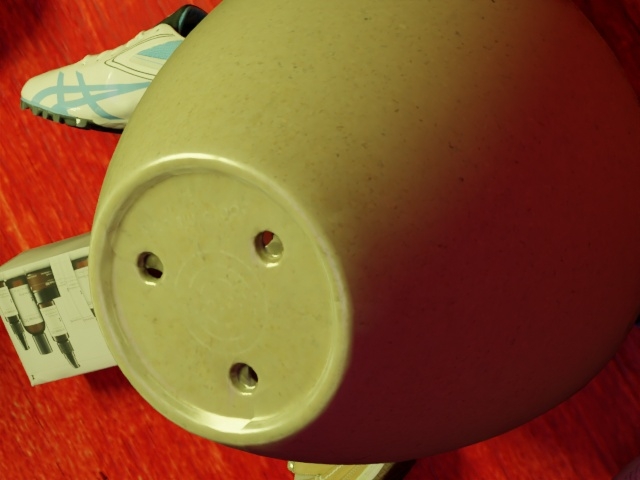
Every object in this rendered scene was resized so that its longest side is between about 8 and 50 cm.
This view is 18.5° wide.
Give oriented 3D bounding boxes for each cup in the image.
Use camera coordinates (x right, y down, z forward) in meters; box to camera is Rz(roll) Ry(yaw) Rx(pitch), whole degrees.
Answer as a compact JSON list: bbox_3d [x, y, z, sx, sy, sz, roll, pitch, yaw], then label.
[{"bbox_3d":[0.000,0.000,1.147,0.331,0.237,0.331,11,113,28],"label":"cup"}]

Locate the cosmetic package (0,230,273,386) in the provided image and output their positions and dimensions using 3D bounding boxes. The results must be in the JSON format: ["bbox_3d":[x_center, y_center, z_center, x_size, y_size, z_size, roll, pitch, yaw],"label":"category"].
[{"bbox_3d":[-0.137,0.038,1.475,0.239,0.060,0.098,-16,104,36],"label":"cosmetic package"}]

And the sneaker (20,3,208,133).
[{"bbox_3d":[-0.114,-0.118,1.384,0.237,0.085,0.086,-3,84,36],"label":"sneaker"}]

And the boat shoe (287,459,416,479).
[{"bbox_3d":[0.005,0.180,1.457,0.072,0.068,0.190,51,129,16],"label":"boat shoe"}]

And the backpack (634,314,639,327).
[{"bbox_3d":[0.227,-0.001,1.216,0.105,0.084,0.114,26,120,18],"label":"backpack"}]

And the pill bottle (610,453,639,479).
[{"bbox_3d":[0.266,0.166,1.244,0.131,0.131,0.229,44,128,6],"label":"pill bottle"}]
